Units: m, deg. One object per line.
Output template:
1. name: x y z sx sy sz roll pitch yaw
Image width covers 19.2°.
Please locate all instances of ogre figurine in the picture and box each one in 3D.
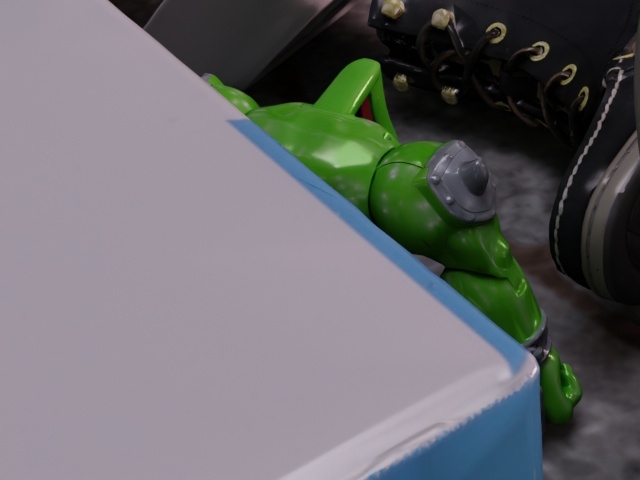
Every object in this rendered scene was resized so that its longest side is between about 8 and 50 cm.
1. ogre figurine: 0.000 0.000 0.715 0.097 0.118 0.197 -31 44 -27

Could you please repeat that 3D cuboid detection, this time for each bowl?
1. bowl: -0.008 -0.128 0.884 0.053 0.142 0.142 49 54 0

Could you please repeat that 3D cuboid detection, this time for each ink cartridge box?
1. ink cartridge box: -0.077 0.118 0.458 0.197 0.270 0.198 -27 43 -22

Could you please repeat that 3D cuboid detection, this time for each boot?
1. boot: 0.095 -0.061 0.807 0.179 0.085 0.236 12 36 25

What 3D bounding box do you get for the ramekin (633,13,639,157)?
1. ramekin: 0.209 0.016 0.533 0.148 0.303 0.303 -21 40 -6
